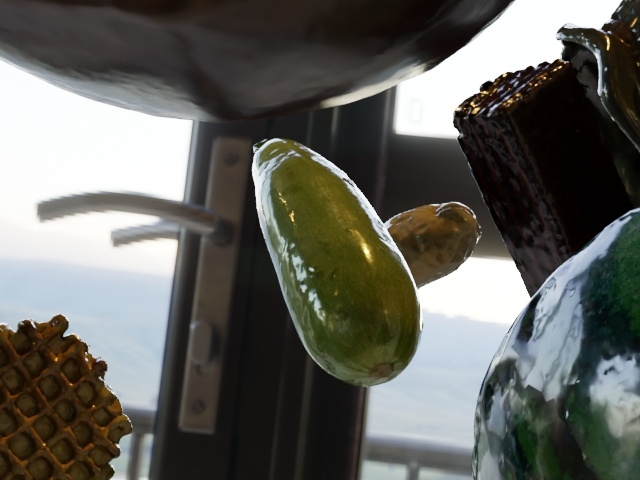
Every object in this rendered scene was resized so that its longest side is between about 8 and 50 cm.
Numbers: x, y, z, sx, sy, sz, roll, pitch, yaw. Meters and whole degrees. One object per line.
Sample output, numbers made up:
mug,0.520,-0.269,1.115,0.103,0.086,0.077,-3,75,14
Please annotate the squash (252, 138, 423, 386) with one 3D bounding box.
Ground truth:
squash,0.004,-0.005,1.113,0.118,0.118,0.370,10,35,-27

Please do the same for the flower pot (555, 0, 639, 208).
flower pot,0.384,-0.128,1.169,0.213,0.301,0.302,-21,-11,5

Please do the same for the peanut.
peanut,0.109,0.039,1.687,0.290,0.130,0.130,-35,-26,22

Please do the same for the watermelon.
watermelon,0.251,0.111,0.641,0.319,0.292,0.222,8,32,8

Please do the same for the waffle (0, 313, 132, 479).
waffle,-0.256,0.159,0.987,0.191,0.191,0.038,10,-12,-28

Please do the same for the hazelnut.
hazelnut,-0.052,-0.243,0.711,0.429,0.402,0.402,-6,-8,3

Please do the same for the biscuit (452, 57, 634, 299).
biscuit,0.244,0.024,1.031,0.107,0.388,0.073,-38,18,-35
